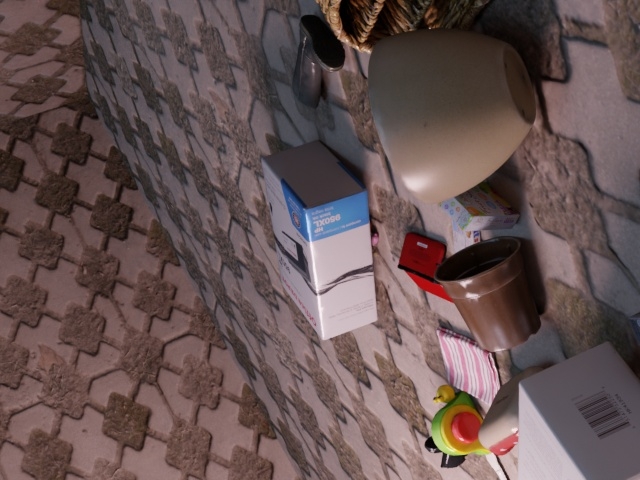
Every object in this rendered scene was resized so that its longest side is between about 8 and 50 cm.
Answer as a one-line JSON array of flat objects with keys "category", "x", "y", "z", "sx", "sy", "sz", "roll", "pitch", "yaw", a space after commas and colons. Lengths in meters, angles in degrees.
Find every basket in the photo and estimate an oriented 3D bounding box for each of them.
[{"category": "basket", "x": 0.123, "y": -0.422, "z": 1.402, "sx": 0.223, "sy": 0.213, "sz": 0.299, "roll": 63, "pitch": 157, "yaw": 11}]

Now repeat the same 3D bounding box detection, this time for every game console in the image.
[{"category": "game console", "x": 0.243, "y": 0.059, "z": 1.853, "sx": 0.144, "sy": 0.085, "sz": 0.124, "roll": 23, "pitch": 101, "yaw": 58}]

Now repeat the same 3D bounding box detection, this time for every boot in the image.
[{"category": "boot", "x": 0.298, "y": 0.500, "z": 2.019, "sx": 0.045, "sy": 0.121, "sz": 0.099, "roll": 43, "pitch": 142, "yaw": 47}, {"category": "boot", "x": -0.012, "y": -0.376, "z": 1.919, "sx": 0.209, "sy": 0.076, "sz": 0.190, "roll": 107, "pitch": 149, "yaw": -47}]

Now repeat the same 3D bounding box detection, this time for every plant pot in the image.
[{"category": "plant pot", "x": 0.229, "y": -0.220, "z": 1.355, "sx": 0.190, "sy": 0.284, "sz": 0.284, "roll": -16, "pitch": 98, "yaw": 31}, {"category": "plant pot", "x": 0.318, "y": 0.103, "z": 1.563, "sx": 0.165, "sy": 0.167, "sz": 0.167, "roll": 63, "pitch": 158, "yaw": -14}]

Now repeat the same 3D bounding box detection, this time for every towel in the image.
[{"category": "towel", "x": 0.322, "y": 0.277, "z": 1.866, "sx": 0.197, "sy": 0.029, "sz": 0.144, "roll": 20, "pitch": 129, "yaw": 60}]

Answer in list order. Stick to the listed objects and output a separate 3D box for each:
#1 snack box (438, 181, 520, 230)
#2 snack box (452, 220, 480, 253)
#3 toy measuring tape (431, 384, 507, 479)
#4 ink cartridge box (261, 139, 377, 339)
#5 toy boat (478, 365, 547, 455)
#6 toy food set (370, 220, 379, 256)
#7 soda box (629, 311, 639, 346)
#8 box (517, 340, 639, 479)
[{"category": "snack box", "x": 0.274, "y": -0.062, "z": 1.507, "sx": 0.100, "sy": 0.141, "sz": 0.037, "roll": 50, "pitch": 126, "yaw": 34}, {"category": "snack box", "x": 0.282, "y": -0.041, "z": 1.660, "sx": 0.064, "sy": 0.022, "sz": 0.178, "roll": 37, "pitch": 143, "yaw": 51}, {"category": "toy measuring tape", "x": 0.336, "y": 0.484, "z": 1.922, "sx": 0.330, "sy": 0.121, "sz": 0.121, "roll": 64, "pitch": 157, "yaw": 6}, {"category": "ink cartridge box", "x": 0.000, "y": 0.000, "z": 2.097, "sx": 0.285, "sy": 0.166, "sz": 0.395, "roll": -130, "pitch": 26, "yaw": -51}, {"category": "toy boat", "x": 0.410, "y": 0.350, "z": 1.644, "sx": 0.151, "sy": 0.151, "sz": 0.231, "roll": 33, "pitch": 151, "yaw": 3}, {"category": "toy food set", "x": 0.115, "y": -0.021, "z": 2.052, "sx": 0.078, "sy": 0.019, "sz": 0.122, "roll": -21, "pitch": 86, "yaw": 67}, {"category": "soda box", "x": 0.551, "y": 0.215, "z": 1.237, "sx": 0.263, "sy": 0.083, "sz": 0.092, "roll": 68, "pitch": 158, "yaw": -4}, {"category": "box", "x": 0.447, "y": 0.368, "z": 1.386, "sx": 0.345, "sy": 0.168, "sz": 0.215, "roll": 77, "pitch": 168, "yaw": -47}]
